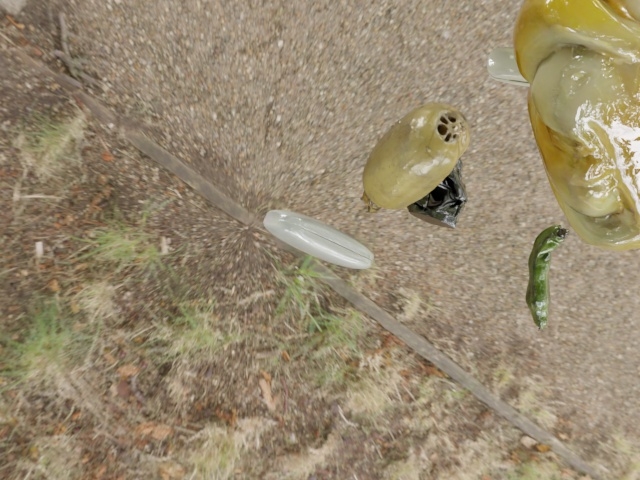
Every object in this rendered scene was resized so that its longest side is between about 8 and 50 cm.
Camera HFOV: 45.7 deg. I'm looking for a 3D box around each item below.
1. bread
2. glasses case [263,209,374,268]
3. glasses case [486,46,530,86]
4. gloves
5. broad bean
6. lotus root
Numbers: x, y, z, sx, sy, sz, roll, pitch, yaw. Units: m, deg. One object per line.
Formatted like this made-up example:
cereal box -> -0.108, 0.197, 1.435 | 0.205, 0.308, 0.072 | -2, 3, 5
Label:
bread -> 0.417, -0.171, 0.995 | 0.245, 0.329, 0.424 | -39, 130, -18
glasses case -> 0.000, 0.000, 1.126 | 0.197, 0.076, 0.049 | 25, 81, -39
glasses case -> 0.475, -0.386, 1.698 | 0.204, 0.051, 0.081 | 11, 71, 10
gloves -> 0.260, -0.146, 1.689 | 0.164, 0.124, 0.203 | 19, 84, 16
broad bean -> 0.371, 0.055, 1.272 | 0.046, 0.061, 0.195 | -5, 120, -21
lotus root -> 0.175, -0.159, 1.566 | 0.151, 0.342, 0.169 | 43, 54, -5
